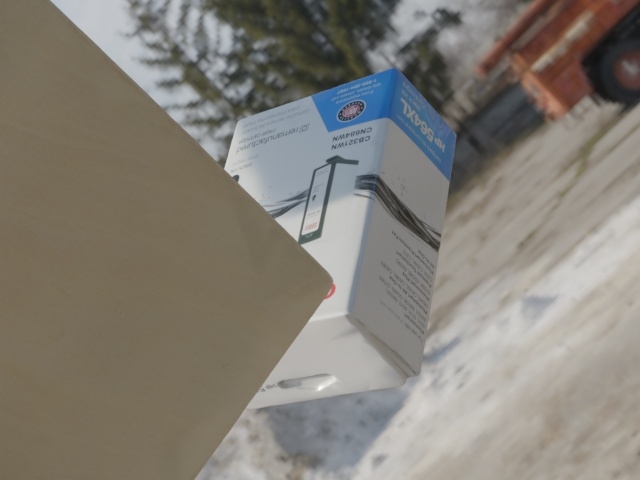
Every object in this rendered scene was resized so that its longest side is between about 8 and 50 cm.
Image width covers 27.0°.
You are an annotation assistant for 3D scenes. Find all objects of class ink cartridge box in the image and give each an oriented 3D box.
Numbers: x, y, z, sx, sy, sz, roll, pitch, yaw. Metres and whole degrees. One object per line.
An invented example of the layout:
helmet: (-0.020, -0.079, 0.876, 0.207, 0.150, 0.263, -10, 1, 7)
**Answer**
ink cartridge box: (0.000, 0.000, 0.910, 0.148, 0.086, 0.203, -15, 47, 33)

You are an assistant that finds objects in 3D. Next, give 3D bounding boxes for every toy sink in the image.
toy sink: (-0.128, 0.003, 0.502, 0.153, 0.131, 0.234, -55, -36, -6)
